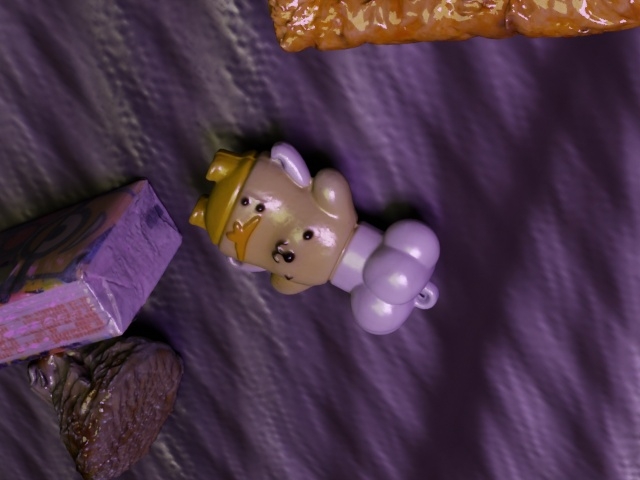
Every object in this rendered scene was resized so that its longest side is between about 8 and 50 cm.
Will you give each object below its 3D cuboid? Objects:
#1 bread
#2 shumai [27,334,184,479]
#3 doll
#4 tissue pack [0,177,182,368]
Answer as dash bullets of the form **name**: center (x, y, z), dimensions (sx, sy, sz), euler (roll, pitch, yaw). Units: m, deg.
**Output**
- **bread**: center (0.071, -0.154, 0.688), dimensions (0.211, 0.114, 0.083), euler (-3, 137, 21)
- **shumai**: center (-0.161, 0.106, 0.963), dimensions (0.087, 0.099, 0.124), euler (30, 127, 20)
- **doll**: center (0.000, 0.000, 0.844), dimensions (0.162, 0.062, 0.106), euler (26, 132, 1)
- **tissue pack**: center (-0.177, 0.026, 0.898), dimensions (0.148, 0.108, 0.060), euler (-17, 117, 30)
